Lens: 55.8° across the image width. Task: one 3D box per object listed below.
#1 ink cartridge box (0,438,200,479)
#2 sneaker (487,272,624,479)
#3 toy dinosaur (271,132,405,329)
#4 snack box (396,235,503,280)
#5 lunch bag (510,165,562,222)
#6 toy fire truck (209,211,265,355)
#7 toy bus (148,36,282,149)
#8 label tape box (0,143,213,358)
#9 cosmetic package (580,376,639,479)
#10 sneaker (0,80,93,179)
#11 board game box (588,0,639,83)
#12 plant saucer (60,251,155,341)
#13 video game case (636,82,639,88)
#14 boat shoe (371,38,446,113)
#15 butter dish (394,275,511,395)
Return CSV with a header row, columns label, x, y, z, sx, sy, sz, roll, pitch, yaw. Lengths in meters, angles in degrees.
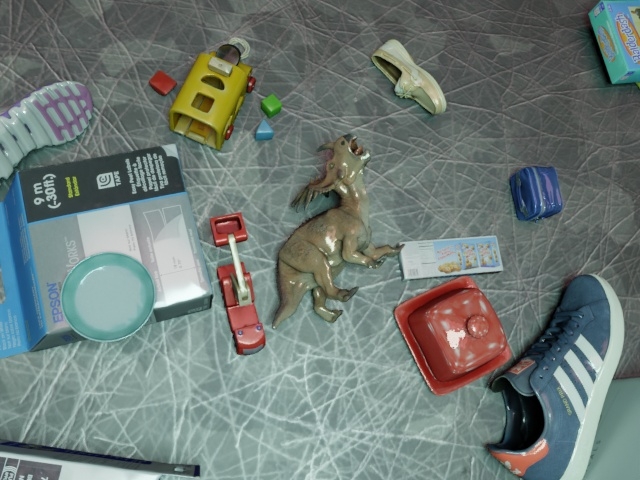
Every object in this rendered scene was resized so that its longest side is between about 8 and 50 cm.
label,x,y,z,sx,sy,sz,roll,pitch,yaw
ink cartridge box,-0.321,0.299,0.763,0.332,0.165,0.065,10,72,-7
sneaker,0.357,0.198,0.945,0.148,0.131,0.350,23,71,-9
toy dinosaur,0.000,0.000,0.943,0.200,0.127,0.296,42,83,10
snack box,0.219,0.029,1.024,0.178,0.022,0.064,-4,74,-12
lunch bag,0.375,-0.079,1.063,0.065,0.067,0.098,-4,76,-12
toy fire truck,-0.119,0.069,0.885,0.047,0.135,0.192,-13,77,-14
toy bus,-0.168,-0.254,0.986,0.191,0.104,0.202,-23,80,-17
label tape box,-0.345,0.016,0.871,0.333,0.106,0.241,-13,77,-15
cosmetic package,0.556,0.396,0.788,0.327,0.394,0.329,36,70,0
sneaker,-0.461,-0.176,0.917,0.104,0.095,0.236,25,54,33
board game box,0.647,-0.392,1.181,0.210,0.047,0.160,-7,76,-14
plant saucer,-0.279,0.075,0.800,0.119,0.021,0.119,3,75,-12
video game case,0.763,-0.354,1.239,0.275,0.035,0.248,-27,81,-18
boat shoe,0.155,-0.284,1.086,0.059,0.063,0.170,-34,73,-16
butter dish,0.223,0.141,0.942,0.160,0.118,0.160,-22,80,-16
